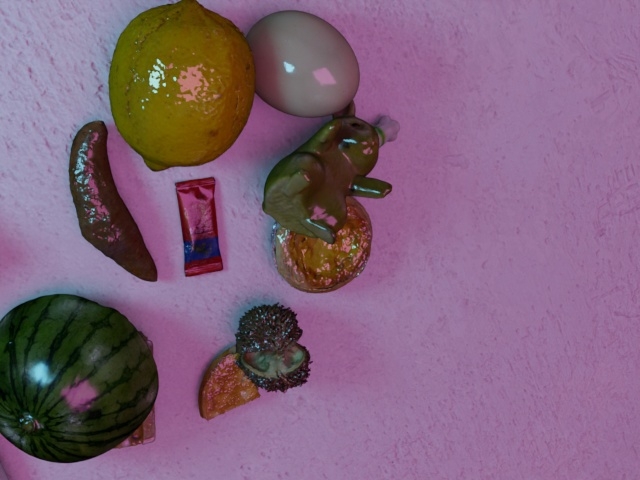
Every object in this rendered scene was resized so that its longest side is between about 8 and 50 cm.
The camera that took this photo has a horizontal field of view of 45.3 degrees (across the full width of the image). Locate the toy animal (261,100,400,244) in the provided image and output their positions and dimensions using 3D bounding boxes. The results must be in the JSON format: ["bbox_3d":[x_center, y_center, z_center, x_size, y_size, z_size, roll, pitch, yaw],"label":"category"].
[{"bbox_3d":[0.045,-0.166,1.495,0.363,0.180,0.181,-48,117,-22],"label":"toy animal"}]

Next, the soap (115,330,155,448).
[{"bbox_3d":[-0.409,0.305,1.560,0.135,0.076,0.233,-5,108,-21],"label":"soap"}]

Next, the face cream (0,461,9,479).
[{"bbox_3d":[-0.681,0.391,1.457,0.102,0.102,0.345,-19,113,-16],"label":"face cream"}]

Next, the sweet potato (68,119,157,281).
[{"bbox_3d":[-0.400,-0.049,1.435,0.114,0.092,0.341,-31,119,-30],"label":"sweet potato"}]

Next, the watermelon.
[{"bbox_3d":[-0.475,0.270,1.404,0.330,0.189,0.331,-1,108,-4],"label":"watermelon"}]

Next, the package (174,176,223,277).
[{"bbox_3d":[-0.244,-0.026,1.550,0.083,0.022,0.200,-10,109,-20],"label":"package"}]

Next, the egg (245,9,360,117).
[{"bbox_3d":[-0.036,-0.324,1.424,0.186,0.241,0.186,-49,158,-28],"label":"egg"}]

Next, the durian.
[{"bbox_3d":[-0.094,0.223,1.613,0.167,0.196,0.196,5,107,5],"label":"durian"}]

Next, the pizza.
[{"bbox_3d":[-0.198,0.317,1.671,0.134,0.046,0.175,33,92,-27],"label":"pizza"}]

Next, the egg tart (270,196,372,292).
[{"bbox_3d":[0.000,0.000,1.623,0.234,0.094,0.234,-6,105,-22],"label":"egg tart"}]

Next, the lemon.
[{"bbox_3d":[-0.243,-0.264,1.338,0.258,0.258,0.310,8,110,-26],"label":"lemon"}]
